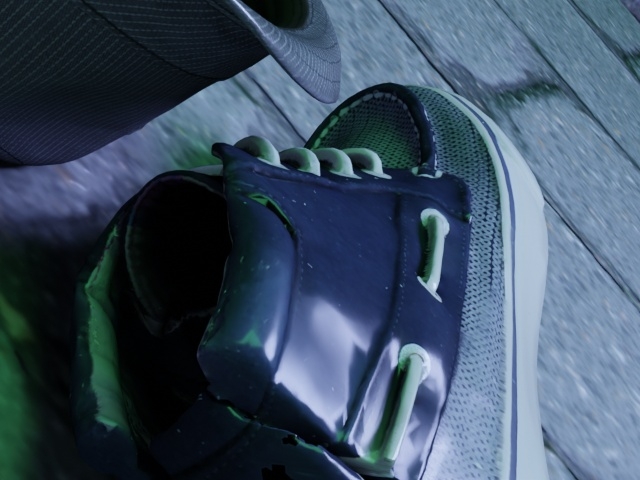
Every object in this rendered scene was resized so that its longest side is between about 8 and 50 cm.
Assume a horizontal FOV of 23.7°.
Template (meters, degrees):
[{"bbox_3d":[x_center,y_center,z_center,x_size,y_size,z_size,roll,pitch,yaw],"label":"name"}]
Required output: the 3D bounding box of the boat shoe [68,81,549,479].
[{"bbox_3d":[0.000,0.000,0.582,0.158,0.127,0.340,46,21,-26],"label":"boat shoe"}]

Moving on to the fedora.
[{"bbox_3d":[-0.109,-0.113,0.574,0.244,0.124,0.275,45,14,-15],"label":"fedora"}]
